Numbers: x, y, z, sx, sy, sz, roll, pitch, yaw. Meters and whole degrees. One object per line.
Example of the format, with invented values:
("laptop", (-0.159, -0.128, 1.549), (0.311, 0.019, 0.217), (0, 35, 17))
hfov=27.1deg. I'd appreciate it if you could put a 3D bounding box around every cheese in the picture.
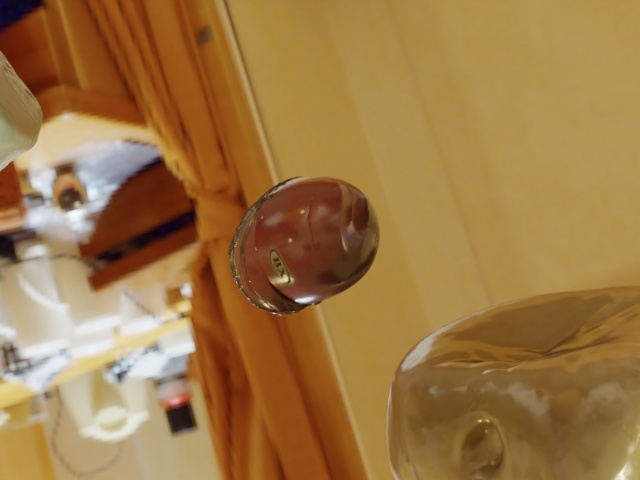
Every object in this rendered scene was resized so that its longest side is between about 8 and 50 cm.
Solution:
("cheese", (0.157, 0.109, 0.847), (0.235, 0.117, 0.218), (-15, -167, -4))

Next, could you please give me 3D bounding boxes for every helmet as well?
("helmet", (0.000, 0.001, 0.666), (0.049, 0.065, 0.084), (-8, -155, 47))

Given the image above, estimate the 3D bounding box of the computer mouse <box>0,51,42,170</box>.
("computer mouse", (-0.165, -0.069, 0.497), (0.079, 0.128, 0.231), (-31, -171, 0))
